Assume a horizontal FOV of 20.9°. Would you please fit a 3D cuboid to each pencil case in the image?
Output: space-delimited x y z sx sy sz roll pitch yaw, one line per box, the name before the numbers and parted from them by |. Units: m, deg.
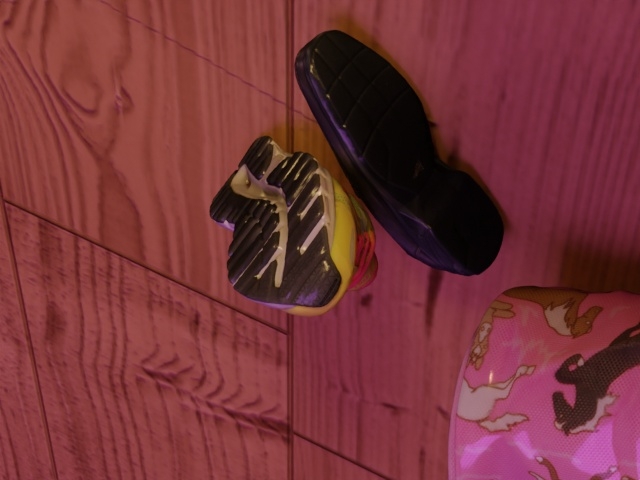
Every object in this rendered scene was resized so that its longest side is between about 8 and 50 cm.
pencil case | 0.253 0.121 0.897 0.386 0.167 0.160 9 174 35

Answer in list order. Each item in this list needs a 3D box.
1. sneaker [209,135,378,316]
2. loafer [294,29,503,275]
sneaker | 0.000 0.000 0.997 0.094 0.081 0.208 36 -170 -17
loafer | 0.033 -0.044 0.980 0.061 0.062 0.170 -6 126 51
